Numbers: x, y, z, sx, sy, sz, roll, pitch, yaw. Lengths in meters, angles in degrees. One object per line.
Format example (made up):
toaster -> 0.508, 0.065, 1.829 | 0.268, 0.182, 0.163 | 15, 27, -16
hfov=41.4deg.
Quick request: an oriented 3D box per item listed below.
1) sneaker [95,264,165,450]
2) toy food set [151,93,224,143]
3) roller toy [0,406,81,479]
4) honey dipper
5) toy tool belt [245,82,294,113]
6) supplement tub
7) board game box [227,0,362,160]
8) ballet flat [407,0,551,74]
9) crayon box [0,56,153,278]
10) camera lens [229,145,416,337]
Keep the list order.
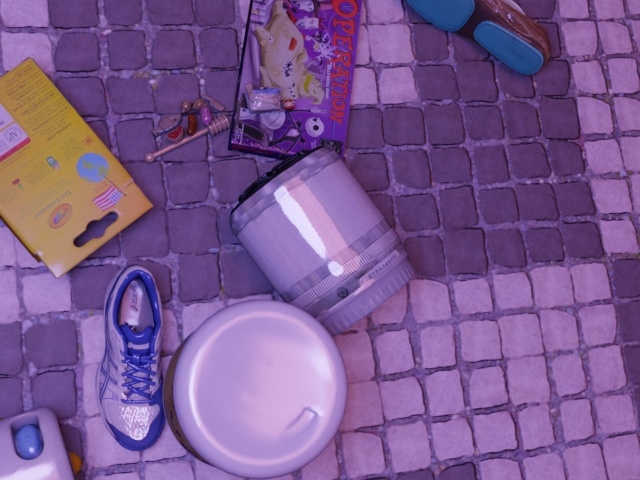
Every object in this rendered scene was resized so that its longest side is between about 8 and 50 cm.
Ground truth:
sneaker -> -0.300, 0.183, 1.335 | 0.111, 0.131, 0.297 | -4, 81, -17
toy food set -> -0.230, -0.212, 1.474 | 0.078, 0.019, 0.122 | 35, 67, 26
roller toy -> -0.421, 0.350, 1.235 | 0.146, 0.191, 0.209 | -17, 83, -18
honey dipper -> -0.234, -0.174, 1.479 | 0.160, 0.030, 0.030 | -30, 87, -15
toy tool belt -> -0.088, -0.251, 1.474 | 0.083, 0.052, 0.051 | -7, 89, -16
supplement tub -> -0.111, 0.225, 1.268 | 0.241, 0.331, 0.241 | 3, 77, -14
board game box -> -0.042, -0.313, 1.549 | 0.208, 0.056, 0.347 | 11, 76, -16
ballet flat -> 0.305, -0.452, 1.642 | 0.342, 0.116, 0.124 | 28, 53, -8
crayon box -> -0.451, -0.111, 1.381 | 0.202, 0.081, 0.318 | -39, 90, -18
camera lens -> 0.000, 0.000, 1.401 | 0.219, 0.219, 0.274 | -36, 89, -18
